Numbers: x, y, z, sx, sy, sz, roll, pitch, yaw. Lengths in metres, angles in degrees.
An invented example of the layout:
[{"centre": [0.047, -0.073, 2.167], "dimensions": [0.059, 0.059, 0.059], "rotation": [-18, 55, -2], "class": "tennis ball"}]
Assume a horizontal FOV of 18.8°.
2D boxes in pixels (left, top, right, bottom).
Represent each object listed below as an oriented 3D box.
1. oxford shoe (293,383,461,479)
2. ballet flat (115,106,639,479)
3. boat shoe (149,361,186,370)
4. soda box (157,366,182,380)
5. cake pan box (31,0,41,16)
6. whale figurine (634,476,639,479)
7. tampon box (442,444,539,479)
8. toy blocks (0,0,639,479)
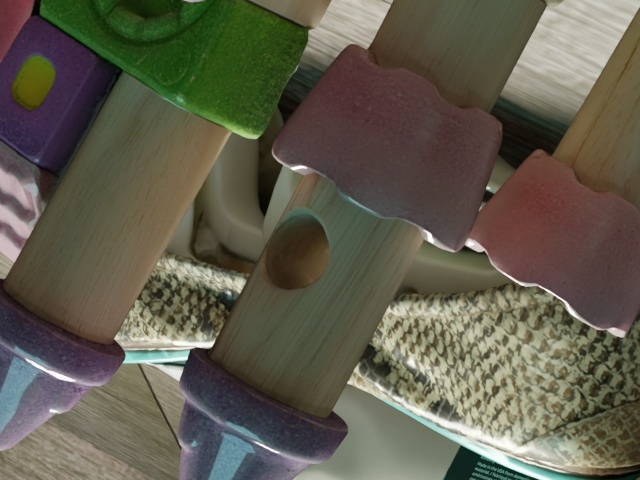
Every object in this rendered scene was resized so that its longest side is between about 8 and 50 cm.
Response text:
[{"centre": [0.160, 0.179, 1.312], "dimensions": [0.449, 0.169, 0.130], "rotation": [18, 154, 29], "class": "oxford shoe"}, {"centre": [0.000, 0.000, 1.082], "dimensions": [0.483, 0.164, 0.182], "rotation": [11, 117, 41], "class": "ballet flat"}, {"centre": [-0.103, 0.029, 1.349], "dimensions": [0.119, 0.121, 0.335], "rotation": [-10, -173, -43], "class": "boat shoe"}, {"centre": [-0.004, 0.118, 1.534], "dimensions": [0.286, 0.098, 0.091], "rotation": [34, 164, -7], "class": "soda box"}, {"centre": [-0.200, -0.145, 0.815], "dimensions": [0.267, 0.245, 0.070], "rotation": [37, 164, -19], "class": "cake pan box"}, {"centre": [0.208, 0.156, 0.892], "dimensions": [0.141, 0.216, 0.272], "rotation": [60, 152, 14], "class": "whale figurine"}, {"centre": [0.163, 0.116, 1.096], "dimensions": [0.101, 0.161, 0.120], "rotation": [16, 159, 43], "class": "tampon box"}, {"centre": [-0.072, -0.053, 0.631], "dimensions": [0.288, 0.260, 0.309], "rotation": [34, -173, 37], "class": "toy blocks"}]
